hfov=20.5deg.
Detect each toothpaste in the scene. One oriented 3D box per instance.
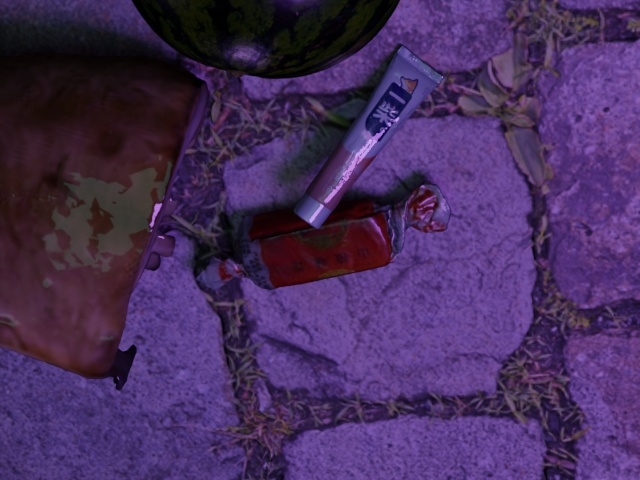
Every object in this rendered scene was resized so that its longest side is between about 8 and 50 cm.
[{"bbox_3d":[0.045,-0.104,1.834,0.056,0.036,0.205,35,97,-12],"label":"toothpaste"}]

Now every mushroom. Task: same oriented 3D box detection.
[{"bbox_3d":[-0.339,-0.070,1.818,0.397,0.224,0.313,18,120,-1],"label":"mushroom"}]

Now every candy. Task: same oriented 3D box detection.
[{"bbox_3d":[0.000,0.000,1.899,0.292,0.059,0.086,-12,117,14],"label":"candy"}]

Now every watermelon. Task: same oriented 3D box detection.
[{"bbox_3d":[-0.049,-0.288,1.640,0.285,0.285,0.285,3,117,6],"label":"watermelon"}]
